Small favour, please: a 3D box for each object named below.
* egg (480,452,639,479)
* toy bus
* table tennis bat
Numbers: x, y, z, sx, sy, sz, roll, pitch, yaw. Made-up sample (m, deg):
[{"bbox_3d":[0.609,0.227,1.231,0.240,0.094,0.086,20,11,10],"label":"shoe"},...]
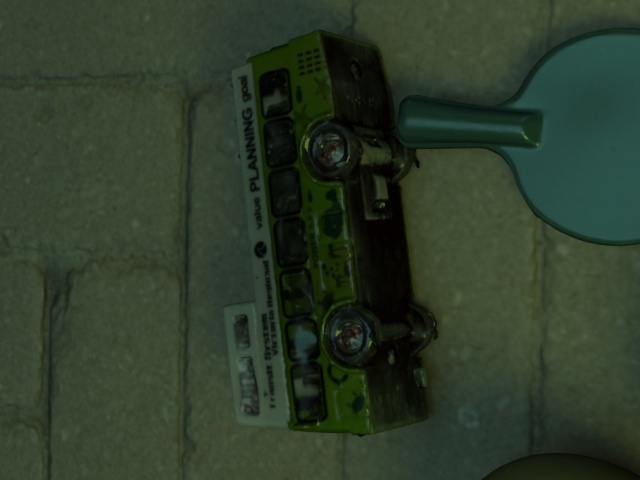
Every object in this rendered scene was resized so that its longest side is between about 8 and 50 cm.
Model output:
[{"bbox_3d":[0.180,0.252,0.741,0.186,0.186,0.241,-38,82,27],"label":"egg"},{"bbox_3d":[0.000,0.000,0.896,0.139,0.113,0.301,-9,84,32],"label":"toy bus"},{"bbox_3d":[0.168,-0.077,0.823,0.244,0.040,0.153,7,93,26],"label":"table tennis bat"}]
